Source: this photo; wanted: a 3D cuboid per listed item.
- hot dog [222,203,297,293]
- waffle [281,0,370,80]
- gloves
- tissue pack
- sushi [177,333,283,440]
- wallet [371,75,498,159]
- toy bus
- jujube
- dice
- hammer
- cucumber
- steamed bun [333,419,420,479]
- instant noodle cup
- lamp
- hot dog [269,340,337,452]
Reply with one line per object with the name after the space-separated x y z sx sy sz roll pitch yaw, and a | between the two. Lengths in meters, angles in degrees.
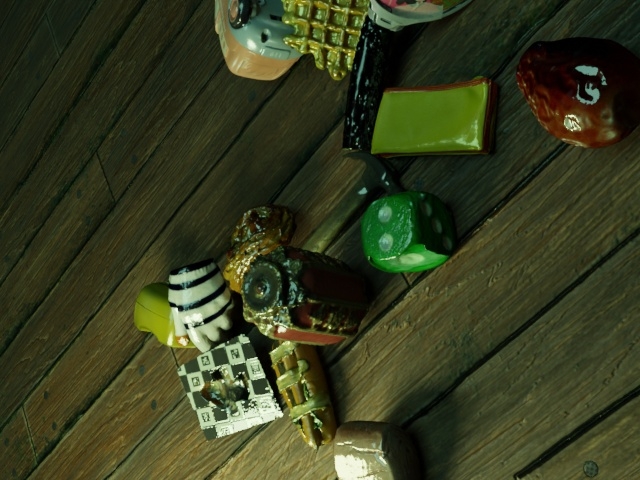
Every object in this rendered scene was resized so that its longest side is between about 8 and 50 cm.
-0.136 0.016 1.927 0.227 0.099 0.160 -50 26 32 | hot dog
0.026 -0.433 1.823 0.229 0.057 0.219 11 98 9 | waffle
-0.249 0.156 1.976 0.131 0.140 0.219 -6 102 67 | gloves
-0.344 0.164 2.108 0.178 0.123 0.127 20 101 45 | tissue pack
-0.190 0.316 1.969 0.210 0.040 0.193 -26 85 27 | sushi
0.212 -0.220 1.679 0.241 0.067 0.141 2 80 40 | wallet
-0.130 -0.481 1.973 0.232 0.194 0.288 127 138 -51 | toy bus
0.400 -0.242 1.430 0.236 0.168 0.168 44 113 47 | jujube
0.157 -0.014 1.644 0.131 0.128 0.120 -21 67 42 | dice
0.000 0.000 1.855 0.440 0.044 0.168 -50 53 26 | hammer
0.091 -0.316 1.767 0.072 0.072 0.300 22 110 44 | cucumber
0.109 0.408 1.641 0.144 0.106 0.175 -9 90 38 | steamed bun
0.175 -0.554 1.660 0.302 0.258 0.182 -41 43 27 | instant noodle cup
-0.026 0.106 1.700 0.177 0.274 0.177 -8 75 33 | lamp
-0.034 0.293 1.820 0.109 0.072 0.270 -41 55 35 | hot dog
